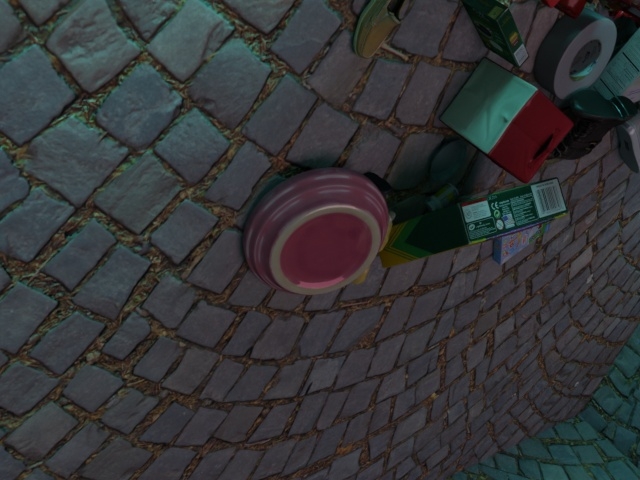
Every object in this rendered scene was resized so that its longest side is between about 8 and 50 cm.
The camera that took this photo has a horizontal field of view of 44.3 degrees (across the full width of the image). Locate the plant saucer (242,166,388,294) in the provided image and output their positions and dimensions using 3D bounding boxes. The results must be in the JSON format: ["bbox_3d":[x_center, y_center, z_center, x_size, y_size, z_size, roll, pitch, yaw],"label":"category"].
[{"bbox_3d":[0.000,0.000,1.698,0.331,0.084,0.332,-12,132,-14],"label":"plant saucer"}]

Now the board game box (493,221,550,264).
[{"bbox_3d":[0.618,-0.037,2.404,0.211,0.039,0.160,-33,143,-15],"label":"board game box"}]

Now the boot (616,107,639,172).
[{"bbox_3d":[1.010,-0.320,2.468,0.123,0.095,0.258,-38,144,1],"label":"boot"}]

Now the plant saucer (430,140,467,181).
[{"bbox_3d":[0.311,-0.200,1.946,0.119,0.021,0.119,-28,141,-25],"label":"plant saucer"}]

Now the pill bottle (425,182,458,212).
[{"bbox_3d":[0.311,-0.108,2.018,0.083,0.043,0.043,-38,144,-10],"label":"pill bottle"}]

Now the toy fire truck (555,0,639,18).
[{"bbox_3d":[0.625,-0.537,1.691,0.169,0.253,0.302,-57,172,19],"label":"toy fire truck"}]

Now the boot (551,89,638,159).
[{"bbox_3d":[0.701,-0.292,2.109,0.262,0.091,0.229,0,149,-33],"label":"boot"}]

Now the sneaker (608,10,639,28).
[{"bbox_3d":[0.788,-0.596,2.012,0.128,0.087,0.221,-25,150,7],"label":"sneaker"}]

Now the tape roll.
[{"bbox_3d":[0.637,-0.466,1.969,0.219,0.072,0.219,-26,140,-24],"label":"tape roll"}]

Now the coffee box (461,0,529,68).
[{"bbox_3d":[0.377,-0.453,1.683,0.040,0.113,0.184,-47,143,4],"label":"coffee box"}]

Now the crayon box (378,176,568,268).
[{"bbox_3d":[0.365,-0.043,1.934,0.362,0.106,0.313,-15,178,-36],"label":"crayon box"}]

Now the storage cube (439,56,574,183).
[{"bbox_3d":[0.429,-0.278,1.832,0.193,0.215,0.184,24,107,-46],"label":"storage cube"}]

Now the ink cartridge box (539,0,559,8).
[{"bbox_3d":[0.405,-0.540,1.521,0.078,0.231,0.134,-50,144,7],"label":"ink cartridge box"}]

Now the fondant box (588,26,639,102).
[{"bbox_3d":[0.899,-0.502,2.091,0.238,0.096,0.330,-21,159,-30],"label":"fondant box"}]

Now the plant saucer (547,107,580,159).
[{"bbox_3d":[0.665,-0.303,2.197,0.168,0.029,0.169,-27,140,-25],"label":"plant saucer"}]

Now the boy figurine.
[{"bbox_3d":[0.102,-0.020,1.855,0.177,0.092,0.285,-23,140,-28],"label":"boy figurine"}]

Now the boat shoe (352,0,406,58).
[{"bbox_3d":[0.123,-0.425,1.487,0.068,0.072,0.190,-6,129,-42],"label":"boat shoe"}]
